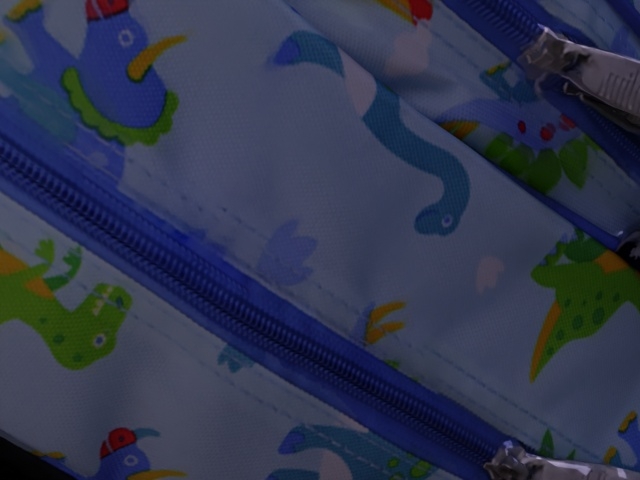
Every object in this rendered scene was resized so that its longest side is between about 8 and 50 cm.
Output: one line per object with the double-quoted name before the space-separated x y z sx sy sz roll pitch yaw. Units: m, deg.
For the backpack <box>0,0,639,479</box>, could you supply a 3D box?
"backpack" -0.036 -0.035 0.478 0.355 0.273 0.290 16 23 -40
